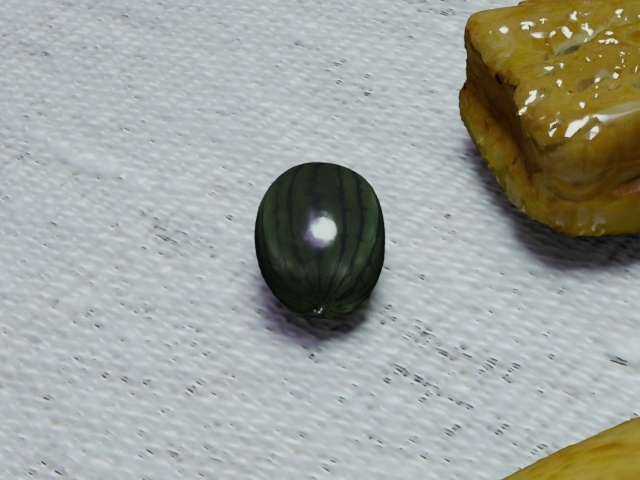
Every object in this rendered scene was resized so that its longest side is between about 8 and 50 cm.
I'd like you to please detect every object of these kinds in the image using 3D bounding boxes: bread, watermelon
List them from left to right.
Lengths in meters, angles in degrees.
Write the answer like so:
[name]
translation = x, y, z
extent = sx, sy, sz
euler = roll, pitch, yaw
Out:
[watermelon]
translation = 0.000, 0.000, 0.919
extent = 0.078, 0.078, 0.111
euler = -5, 42, 1
[bread]
translation = 0.282, -0.107, 0.985
extent = 0.380, 0.109, 0.185
euler = -12, 38, -9

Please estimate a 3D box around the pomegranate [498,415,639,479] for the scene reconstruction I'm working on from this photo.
[pomegranate]
translation = 0.149, 0.231, 0.419
extent = 0.416, 0.417, 0.417
euler = -3, 42, 3
